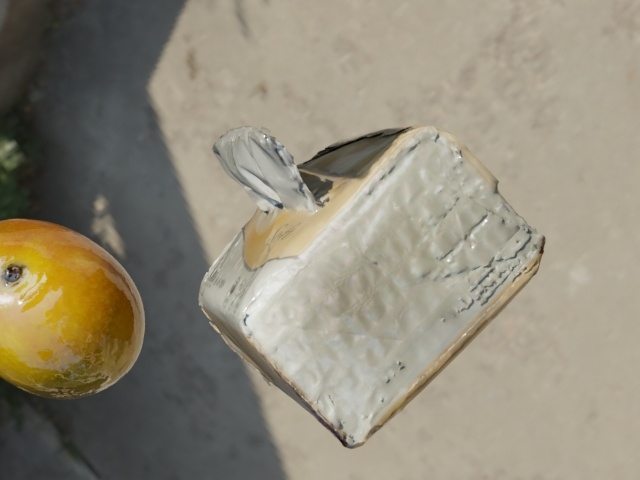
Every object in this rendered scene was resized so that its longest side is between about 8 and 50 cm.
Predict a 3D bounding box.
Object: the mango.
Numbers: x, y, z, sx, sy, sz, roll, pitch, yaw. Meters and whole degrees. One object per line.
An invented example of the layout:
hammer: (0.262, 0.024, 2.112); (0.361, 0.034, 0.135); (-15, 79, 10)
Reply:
mango: (-0.246, 0.057, 1.450); (0.175, 0.139, 0.254); (44, 166, -16)

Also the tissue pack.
tissue pack: (0.000, 0.000, 1.306); (0.238, 0.238, 0.305); (57, 173, -7)
